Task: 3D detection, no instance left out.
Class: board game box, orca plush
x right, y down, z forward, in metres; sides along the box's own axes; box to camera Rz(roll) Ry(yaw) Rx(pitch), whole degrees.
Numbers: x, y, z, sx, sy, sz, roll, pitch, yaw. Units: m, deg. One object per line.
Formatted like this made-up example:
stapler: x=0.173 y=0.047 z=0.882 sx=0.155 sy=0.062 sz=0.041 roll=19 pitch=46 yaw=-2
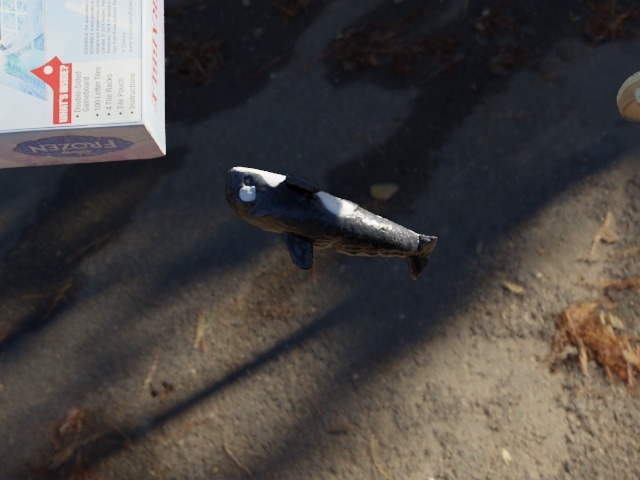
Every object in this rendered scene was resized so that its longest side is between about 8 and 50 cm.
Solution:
board game box: x=-0.269 y=-0.203 z=0.672 sx=0.318 sy=0.066 sz=0.318 roll=-3 pitch=74 yaw=2
orca plush: x=0.000 y=0.000 z=1.290 sx=0.102 sy=0.287 sz=0.151 roll=-69 pitch=14 yaw=-14

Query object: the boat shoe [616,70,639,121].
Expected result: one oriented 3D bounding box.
boat shoe: x=0.301 y=-0.125 z=0.854 sx=0.135 sy=0.050 sz=0.045 roll=137 pitch=142 yaw=-73
